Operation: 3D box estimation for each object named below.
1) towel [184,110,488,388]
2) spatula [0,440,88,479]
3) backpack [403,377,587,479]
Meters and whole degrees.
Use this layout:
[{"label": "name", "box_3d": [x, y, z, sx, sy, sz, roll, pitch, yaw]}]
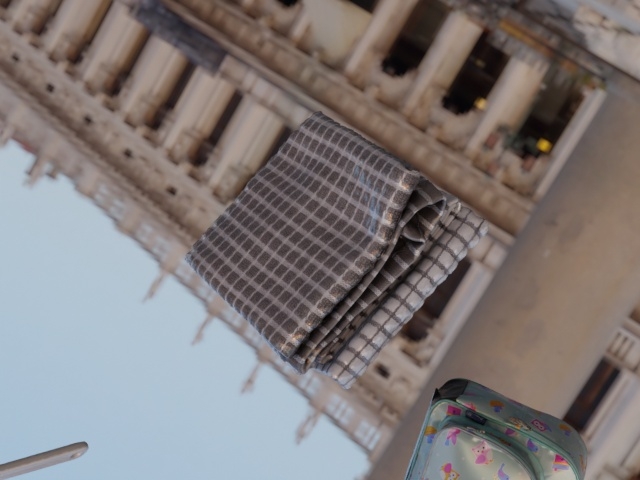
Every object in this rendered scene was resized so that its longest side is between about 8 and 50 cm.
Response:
[{"label": "towel", "box_3d": [0.000, 0.000, 1.304, 0.121, 0.235, 0.284, 45, 175, -32]}, {"label": "spatula", "box_3d": [-0.279, 0.191, 0.824, 0.242, 0.168, 0.019, -9, -122, -49]}, {"label": "backpack", "box_3d": [0.192, 0.258, 1.375, 0.188, 0.166, 0.144, 19, -163, 5]}]
